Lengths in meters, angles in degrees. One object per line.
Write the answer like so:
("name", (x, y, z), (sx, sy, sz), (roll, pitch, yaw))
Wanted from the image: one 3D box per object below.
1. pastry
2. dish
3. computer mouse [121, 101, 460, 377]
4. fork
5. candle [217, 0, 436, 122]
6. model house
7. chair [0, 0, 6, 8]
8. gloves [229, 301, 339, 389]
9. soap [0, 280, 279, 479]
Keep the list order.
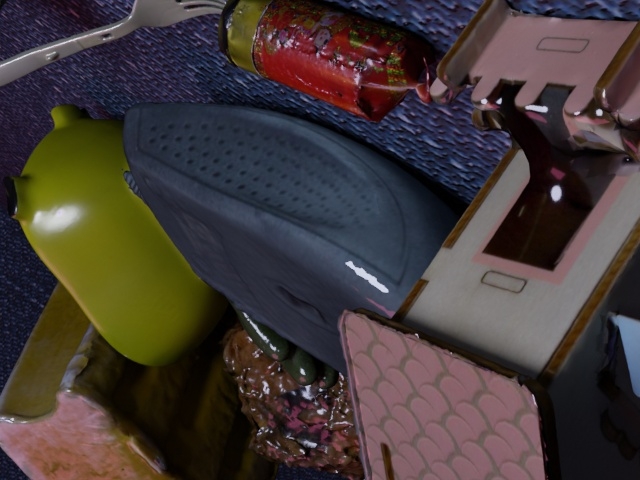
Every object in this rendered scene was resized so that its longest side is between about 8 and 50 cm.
("pastry", (0.012, 0.155, 1.219), (0.275, 0.193, 0.275), (31, 167, 8))
("dish", (-0.160, -0.021, 1.140), (0.108, 0.221, 0.262), (-27, 116, 30))
("computer mouse", (0.000, 0.000, 0.834), (0.371, 0.122, 0.188), (27, 154, 33))
("fork", (-0.154, -0.129, 0.764), (0.219, 0.028, 0.034), (-12, 153, 22))
("candle", (0.007, -0.097, 0.626), (0.131, 0.052, 0.052), (26, 164, 34))
("model house", (0.136, 0.086, 0.534), (0.169, 0.244, 0.326), (23, 162, 51))
("chair", (-0.360, -0.217, 0.911), (0.319, 0.160, 0.186), (35, 162, 6))
("gloves", (-0.045, 0.013, 1.036), (0.268, 0.135, 0.107), (58, -158, -20))
("soap", (-0.163, 0.152, 1.258), (0.156, 0.335, 0.293), (-21, 122, 24))
